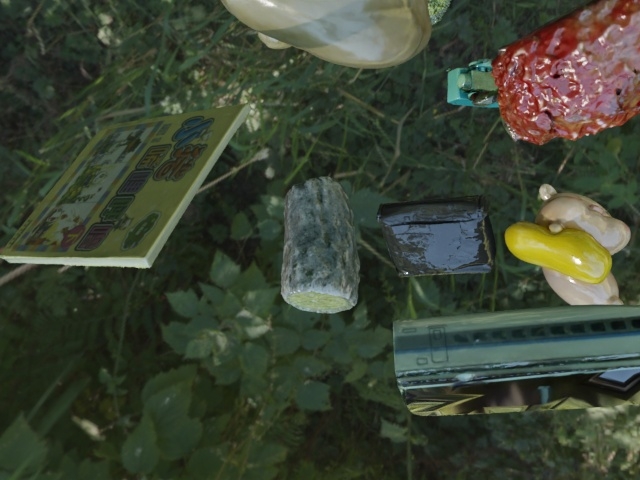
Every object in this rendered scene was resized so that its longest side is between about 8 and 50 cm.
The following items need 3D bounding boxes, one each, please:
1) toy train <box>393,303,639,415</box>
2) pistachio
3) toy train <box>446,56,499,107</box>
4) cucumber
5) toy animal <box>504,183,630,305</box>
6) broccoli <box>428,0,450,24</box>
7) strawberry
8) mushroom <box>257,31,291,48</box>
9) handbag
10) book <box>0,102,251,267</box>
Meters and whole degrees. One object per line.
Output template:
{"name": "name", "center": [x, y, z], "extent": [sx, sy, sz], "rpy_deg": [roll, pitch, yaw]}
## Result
{"name": "toy train", "center": [0.168, 0.058, 0.352], "extent": [0.252, 0.048, 0.055], "rpy_deg": [-6, 144, 10]}
{"name": "pistachio", "center": [0.009, -0.244, 0.667], "extent": [0.226, 0.135, 0.135], "rpy_deg": [13, 139, -9]}
{"name": "toy train", "center": [0.451, -0.423, 1.772], "extent": [0.203, 0.112, 0.163], "rpy_deg": [3, 180, -19]}
{"name": "cucumber", "center": [0.000, 0.002, 0.530], "extent": [0.064, 0.111, 0.064], "rpy_deg": [-1, 152, 0]}
{"name": "toy animal", "center": [0.669, 0.009, 1.615], "extent": [0.345, 0.247, 0.277], "rpy_deg": [41, 169, -7]}
{"name": "broccoli", "center": [0.237, -0.523, 1.433], "extent": [0.092, 0.095, 0.097], "rpy_deg": [53, 138, -8]}
{"name": "strawberry", "center": [0.218, -0.128, 0.506], "extent": [0.192, 0.085, 0.140], "rpy_deg": [-15, 168, 13]}
{"name": "mushroom", "center": [-0.086, -0.569, 1.567], "extent": [0.122, 0.328, 0.159], "rpy_deg": [-18, 133, 17]}
{"name": "handbag", "center": [0.261, -0.003, 1.447], "extent": [0.247, 0.080, 0.223], "rpy_deg": [-4, 141, 20]}
{"name": "book", "center": [-0.165, -0.047, 0.539], "extent": [0.192, 0.168, 0.013], "rpy_deg": [-1, 140, 35]}
